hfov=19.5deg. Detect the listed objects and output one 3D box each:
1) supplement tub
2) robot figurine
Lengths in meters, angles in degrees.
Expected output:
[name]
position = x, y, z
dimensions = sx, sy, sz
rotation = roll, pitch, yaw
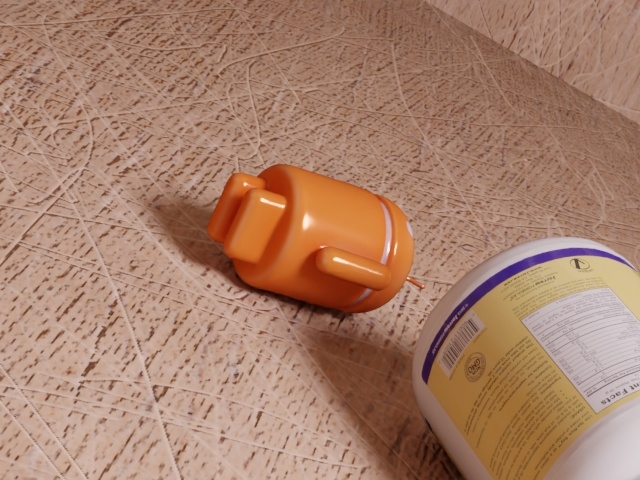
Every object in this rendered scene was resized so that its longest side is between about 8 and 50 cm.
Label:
[supplement tub]
position = 0.247, 0.175, 1.598
dimensions = 0.241, 0.241, 0.331
rotation = 16, 25, -35
[robot figurine]
position = -0.001, -0.001, 1.837
dimensions = 0.219, 0.158, 0.128
rotation = 18, 65, -31
